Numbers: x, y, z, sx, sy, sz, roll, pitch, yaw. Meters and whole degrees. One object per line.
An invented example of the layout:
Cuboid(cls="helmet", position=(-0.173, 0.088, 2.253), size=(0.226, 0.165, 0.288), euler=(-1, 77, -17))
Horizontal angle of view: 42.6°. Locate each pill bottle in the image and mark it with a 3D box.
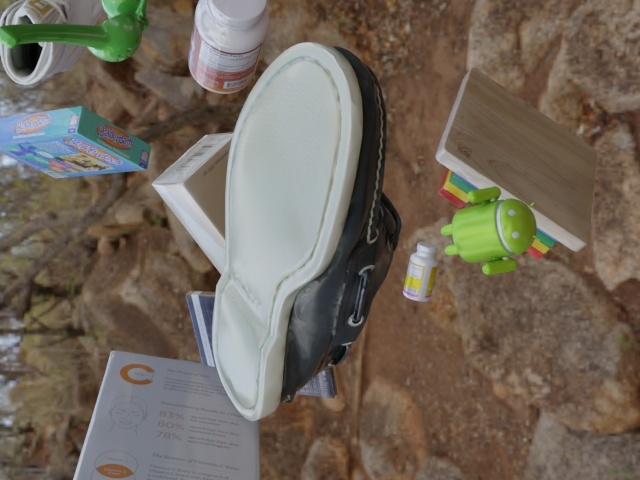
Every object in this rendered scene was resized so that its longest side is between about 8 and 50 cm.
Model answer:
Cuboid(cls="pill bottle", position=(0.152, 0.046, 1.230), size=(0.043, 0.043, 0.083), euler=(-96, 16, -73))
Cuboid(cls="pill bottle", position=(-0.151, -0.344, 1.359), size=(0.216, 0.121, 0.121), euler=(126, 148, -67))

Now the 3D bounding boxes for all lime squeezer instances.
Cuboid(cls="lime squeezer", position=(-0.222, -0.239, 0.816), size=(0.059, 0.110, 0.310), euler=(-49, 23, 37))

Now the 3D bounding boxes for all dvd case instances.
Cuboid(cls="dvd case", position=(-0.089, 0.155, 1.232), size=(0.018, 0.221, 0.164), euler=(-50, -44, -56))

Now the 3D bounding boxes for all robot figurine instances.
Cuboid(cls="robot figurine", position=(0.201, -0.012, 0.965), size=(0.067, 0.115, 0.101), euler=(-6, -95, -54))

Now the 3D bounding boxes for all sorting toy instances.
Cuboid(cls="sorting toy", position=(0.299, -0.115, 1.294), size=(0.089, 0.257, 0.255), euler=(-52, 8, 43))

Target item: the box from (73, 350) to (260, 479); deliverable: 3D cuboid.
Cuboid(cls="box", position=(-0.197, 0.312, 1.040), size=(0.345, 0.215, 0.168), euler=(-100, 23, -66))

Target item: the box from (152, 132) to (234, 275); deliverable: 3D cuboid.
Cuboid(cls="box", position=(-0.136, -0.025, 1.455), size=(0.121, 0.148, 0.311), euler=(5, 137, 53))

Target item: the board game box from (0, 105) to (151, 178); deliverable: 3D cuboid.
Cuboid(cls="board game box", position=(-0.406, -0.153, 1.320), size=(0.160, 0.210, 0.047), euler=(31, -118, -56))

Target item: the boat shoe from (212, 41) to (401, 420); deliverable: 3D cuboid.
Cuboid(cls="boat shoe", position=(0.002, 0.003, 0.605), size=(0.127, 0.113, 0.340), euler=(49, 141, 37))

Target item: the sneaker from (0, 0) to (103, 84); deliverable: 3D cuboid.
Cuboid(cls="sneaker", position=(-0.369, -0.358, 1.184), size=(0.169, 0.108, 0.292), euler=(-76, 13, -65))
